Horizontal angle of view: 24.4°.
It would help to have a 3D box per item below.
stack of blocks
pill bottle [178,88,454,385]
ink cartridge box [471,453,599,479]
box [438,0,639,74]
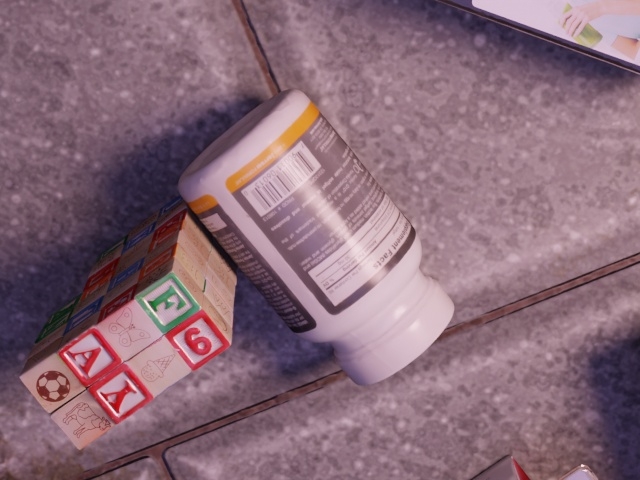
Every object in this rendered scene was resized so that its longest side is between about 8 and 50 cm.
[{"bbox_3d":[-0.174,0.065,1.429,0.171,0.297,0.087,-35,104,9],"label":"stack of blocks"},{"bbox_3d":[0.000,0.000,1.484,0.162,0.162,0.278,-37,102,9],"label":"pill bottle"},{"bbox_3d":[0.246,0.405,1.605,0.271,0.130,0.309,-35,102,7],"label":"ink cartridge box"},{"bbox_3d":[0.244,-0.235,1.422,0.289,0.169,0.087,19,106,-6],"label":"box"}]
